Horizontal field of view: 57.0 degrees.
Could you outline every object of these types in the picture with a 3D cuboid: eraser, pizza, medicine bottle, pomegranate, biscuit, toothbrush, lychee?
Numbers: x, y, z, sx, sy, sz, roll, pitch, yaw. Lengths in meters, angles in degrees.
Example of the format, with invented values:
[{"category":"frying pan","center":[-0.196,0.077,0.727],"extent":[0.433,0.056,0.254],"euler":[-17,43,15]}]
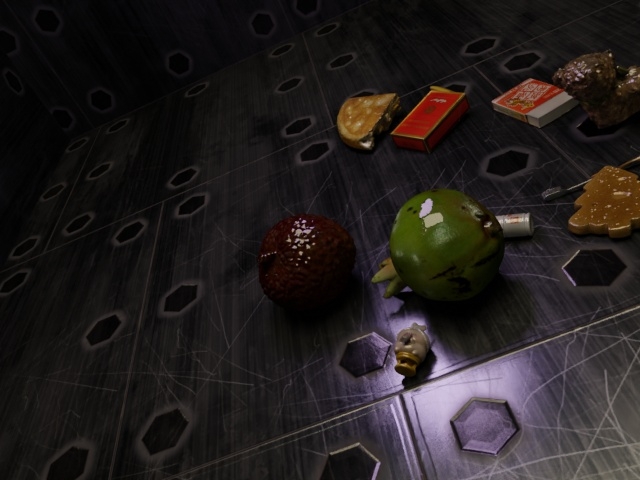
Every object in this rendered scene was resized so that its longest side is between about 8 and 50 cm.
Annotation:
[{"category":"eraser","center":[0.670,-0.434,1.844],"extent":[0.157,0.038,0.230],"euler":[-31,33,-6]},{"category":"pizza","center":[0.138,-0.426,2.155],"extent":[0.268,0.087,0.258],"euler":[9,53,43]},{"category":"medicine bottle","center":[0.471,-0.036,1.441],"extent":[0.089,0.057,0.057],"euler":[-6,40,29]},{"category":"pomegranate","center":[0.259,0.031,1.347],"extent":[0.340,0.260,0.260],"euler":[-42,23,35]},{"category":"biscuit","center":[0.689,-0.091,1.381],"extent":[0.212,0.041,0.239],"euler":[-13,38,28]},{"category":"toothbrush","center":[0.715,-0.167,1.478],"extent":[0.321,0.023,0.031],"euler":[-21,38,10]},{"category":"lychee","center":[-0.038,0.055,1.517],"extent":[0.260,0.261,0.261],"euler":[-18,35,13]}]

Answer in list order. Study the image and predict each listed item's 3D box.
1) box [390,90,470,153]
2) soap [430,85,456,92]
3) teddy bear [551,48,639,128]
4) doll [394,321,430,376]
[{"category":"box","center":[0.367,-0.398,1.963],"extent":[0.240,0.074,0.153],"euler":[-48,35,-18]},{"category":"soap","center":[0.454,-0.509,2.066],"extent":[0.168,0.089,0.033],"euler":[39,115,47]},{"category":"teddy bear","center":[0.799,-0.443,1.607],"extent":[0.296,0.223,0.246],"euler":[-33,32,-9]},{"category":"doll","center":[0.193,0.221,1.269],"extent":[0.073,0.084,0.127],"euler":[-2,49,31]}]
